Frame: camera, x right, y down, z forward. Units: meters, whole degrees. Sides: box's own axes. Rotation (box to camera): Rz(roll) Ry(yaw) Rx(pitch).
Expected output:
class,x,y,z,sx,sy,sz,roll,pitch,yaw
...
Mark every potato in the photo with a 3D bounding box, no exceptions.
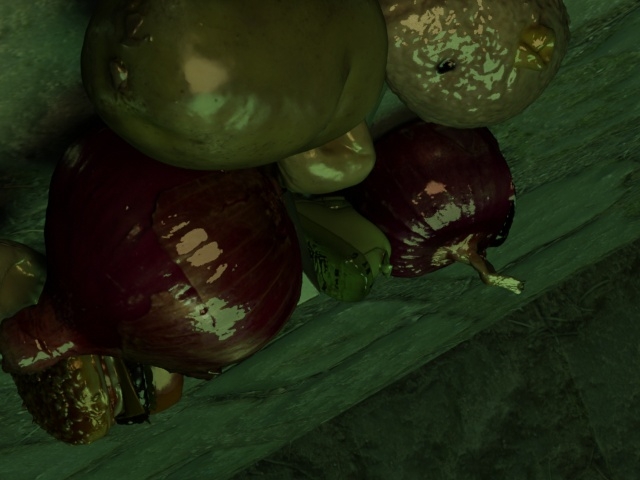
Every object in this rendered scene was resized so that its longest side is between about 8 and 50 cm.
class,x,y,z,sx,sy,sz,roll,pitch,yaw
potato,-0.089,-0.185,1.331,0.326,0.221,0.243,-15,169,-32

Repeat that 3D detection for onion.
class,x,y,z,sx,sy,sz,roll,pitch,yaw
onion,0.152,-0.063,2.019,0.230,0.272,0.256,-15,125,-16
onion,-0.219,0.031,1.551,0.385,0.348,0.348,-35,165,-14

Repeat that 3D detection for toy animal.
class,x,y,z,sx,sy,sz,roll,pitch,yaw
toy animal,0.197,-0.239,1.615,0.226,0.188,0.358,-25,164,21

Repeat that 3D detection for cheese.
class,x,y,z,sx,sy,sz,roll,pitch,yaw
cheese,-0.029,-0.144,1.560,0.117,0.218,0.235,-33,143,-12

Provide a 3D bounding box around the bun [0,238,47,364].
class,x,y,z,sx,sy,sz,roll,pitch,yaw
bun,-0.460,0.077,1.631,0.272,0.168,0.273,4,168,1

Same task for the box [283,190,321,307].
class,x,y,z,sx,sy,sz,roll,pitch,yaw
box,-0.094,0.006,1.805,0.129,0.225,0.086,-28,131,9

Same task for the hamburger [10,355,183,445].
class,x,y,z,sx,sy,sz,roll,pitch,yaw
hamburger,-0.344,0.166,1.947,0.225,0.291,0.291,-21,163,-26

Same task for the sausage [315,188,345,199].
class,x,y,z,sx,sy,sz,roll,pitch,yaw
sausage,0.046,-0.051,2.157,0.141,0.076,0.076,-6,156,-34

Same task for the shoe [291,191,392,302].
class,x,y,z,sx,sy,sz,roll,pitch,yaw
shoe,-0.006,0.004,1.958,0.128,0.262,0.140,-22,131,-38

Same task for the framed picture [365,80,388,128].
class,x,y,z,sx,sy,sz,roll,pitch,yaw
framed picture,-0.055,-0.141,1.851,0.296,0.019,0.232,-19,163,-18
